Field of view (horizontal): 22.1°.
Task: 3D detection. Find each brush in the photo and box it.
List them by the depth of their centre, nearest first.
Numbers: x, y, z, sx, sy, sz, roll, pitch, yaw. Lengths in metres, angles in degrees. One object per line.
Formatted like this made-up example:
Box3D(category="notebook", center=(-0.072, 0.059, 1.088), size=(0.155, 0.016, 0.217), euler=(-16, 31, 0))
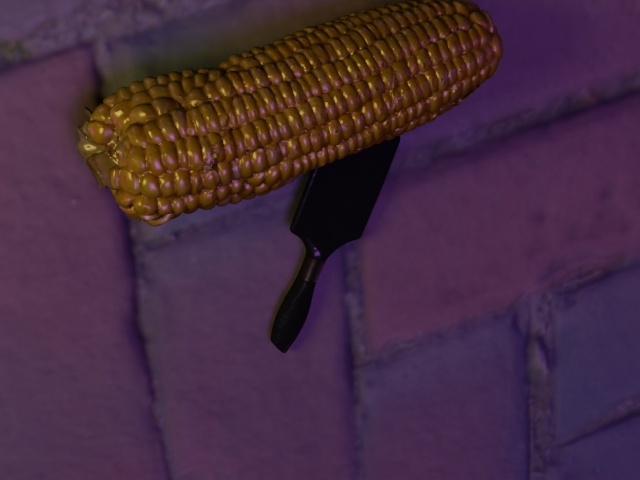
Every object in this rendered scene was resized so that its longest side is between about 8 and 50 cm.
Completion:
Box3D(category="brush", center=(0.000, 0.000, 1.178), size=(0.063, 0.016, 0.193), euler=(7, 116, -32))

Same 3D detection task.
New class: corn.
Box3D(category="corn", center=(-0.012, -0.089, 1.065), size=(0.292, 0.101, 0.101), euler=(-21, 128, -20))
